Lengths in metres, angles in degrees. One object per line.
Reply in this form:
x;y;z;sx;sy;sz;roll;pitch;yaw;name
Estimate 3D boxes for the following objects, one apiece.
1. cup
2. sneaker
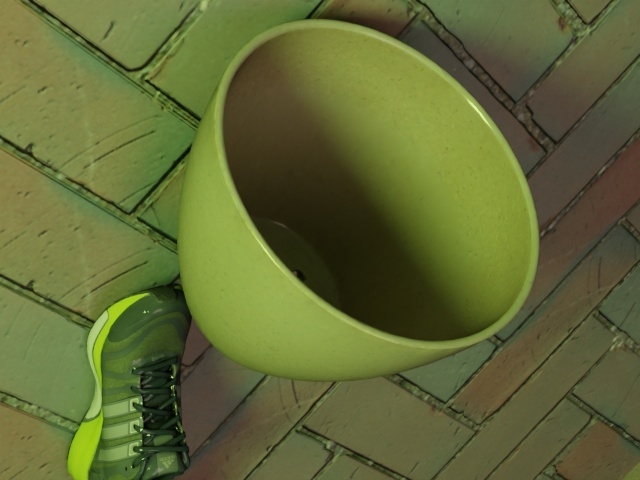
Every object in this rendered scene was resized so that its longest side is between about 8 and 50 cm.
0.000;0.000;1.386;0.331;0.331;0.237;-7;155;-37;cup
-0.171;0.172;1.513;0.111;0.121;0.300;-14;134;-33;sneaker
